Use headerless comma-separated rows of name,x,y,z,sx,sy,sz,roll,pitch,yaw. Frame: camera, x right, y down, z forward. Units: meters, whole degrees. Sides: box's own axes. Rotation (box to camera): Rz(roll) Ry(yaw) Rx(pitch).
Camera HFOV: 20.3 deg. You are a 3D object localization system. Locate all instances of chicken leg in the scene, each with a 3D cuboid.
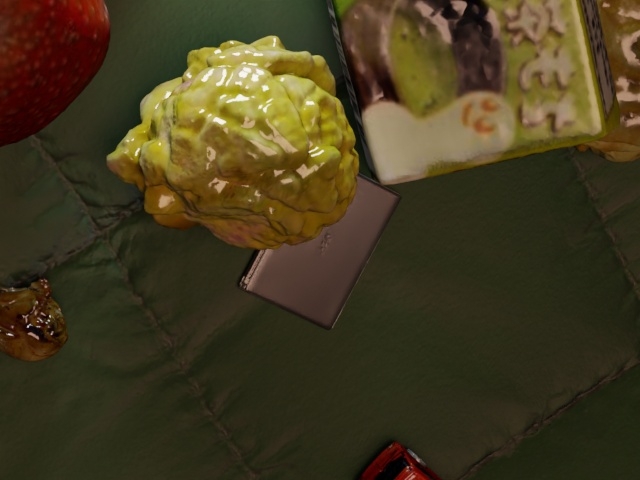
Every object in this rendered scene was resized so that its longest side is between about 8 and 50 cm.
chicken leg,-0.349,0.066,1.913,0.178,0.070,0.093,25,89,-13

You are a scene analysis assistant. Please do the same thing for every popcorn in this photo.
popcorn,-0.082,-0.105,1.884,0.259,0.259,0.212,28,69,-23

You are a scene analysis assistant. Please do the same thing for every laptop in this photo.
laptop,0.000,0.000,2.036,0.129,0.016,0.180,26,95,-23

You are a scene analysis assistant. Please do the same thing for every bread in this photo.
bread,0.353,-0.221,2.038,0.152,0.130,0.267,7,103,-22

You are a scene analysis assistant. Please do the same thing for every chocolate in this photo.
chocolate,0.157,-0.220,1.917,0.289,0.137,0.300,-13,108,9

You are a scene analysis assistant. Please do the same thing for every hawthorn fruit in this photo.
hawthorn fruit,-0.329,-0.224,1.707,0.369,0.285,0.284,-3,108,-54

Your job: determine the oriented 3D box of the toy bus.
toy bus,0.137,0.329,2.127,0.081,0.089,0.195,-47,113,-2
